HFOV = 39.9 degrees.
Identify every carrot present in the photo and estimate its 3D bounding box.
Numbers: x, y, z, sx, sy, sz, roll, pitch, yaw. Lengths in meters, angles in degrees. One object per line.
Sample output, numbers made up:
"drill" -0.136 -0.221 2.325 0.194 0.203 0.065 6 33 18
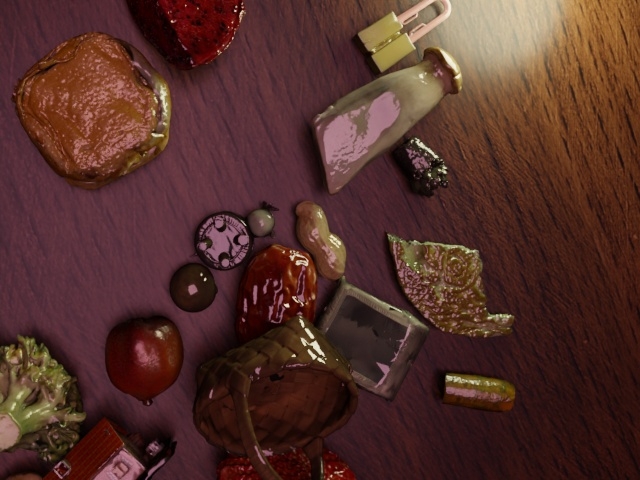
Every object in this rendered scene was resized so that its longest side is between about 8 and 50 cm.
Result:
"carrot" 0.359 0.349 2.026 0.173 0.082 0.082 11 90 -5

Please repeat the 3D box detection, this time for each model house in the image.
"model house" -0.450 0.473 1.800 0.294 0.207 0.154 -45 94 -7

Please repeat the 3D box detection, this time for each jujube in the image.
"jujube" -0.094 0.135 1.878 0.174 0.174 0.251 13 93 -12

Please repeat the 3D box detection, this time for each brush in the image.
"brush" 0.194 -0.477 1.981 0.233 0.047 0.103 -35 98 -10

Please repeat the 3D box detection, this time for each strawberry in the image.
"strawberry" -0.069 0.568 1.876 0.312 0.267 0.351 -30 66 -35

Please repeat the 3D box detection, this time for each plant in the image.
"plant" 0.229 -0.166 1.979 0.094 0.092 0.143 -37 93 -16

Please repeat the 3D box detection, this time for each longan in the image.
"longan" -0.266 0.100 1.882 0.119 0.106 0.106 -6 94 -51

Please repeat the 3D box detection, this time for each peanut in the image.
"peanut" 0.000 0.000 1.940 0.082 0.082 0.187 -33 97 -9

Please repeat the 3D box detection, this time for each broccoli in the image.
"broccoli" -0.606 0.318 1.735 0.288 0.245 0.248 5 97 -13

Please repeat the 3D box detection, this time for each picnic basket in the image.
"picnic basket" -0.081 0.360 1.732 0.337 0.337 0.293 -48 129 -7

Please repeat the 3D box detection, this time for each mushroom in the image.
"mushroom" 0.130 -0.280 1.929 0.407 0.137 0.154 -40 87 -11

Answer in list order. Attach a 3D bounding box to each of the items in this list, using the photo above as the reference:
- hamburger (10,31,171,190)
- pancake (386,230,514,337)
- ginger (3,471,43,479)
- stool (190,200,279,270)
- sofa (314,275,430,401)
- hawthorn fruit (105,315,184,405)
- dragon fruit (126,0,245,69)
"hamburger" -0.454 -0.266 1.793 0.318 0.158 0.319 0 92 -11
"pancake" 0.294 0.098 2.020 0.376 0.054 0.197 44 85 -12
"ginger" -0.776 0.565 1.787 0.363 0.122 0.348 29 88 -17
"stool" -0.180 -0.011 1.882 0.217 0.121 0.125 -24 93 -5
"sofa" 0.103 0.222 1.968 0.225 0.176 0.210 25 86 17
"hawthorn fruit" -0.361 0.251 1.832 0.169 0.169 0.188 -12 93 -11
"dragon fruit" -0.282 -0.494 1.842 0.205 0.152 0.317 -27 88 -30
